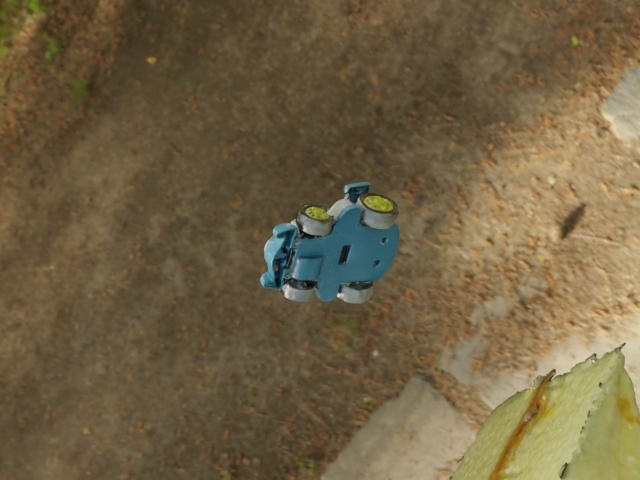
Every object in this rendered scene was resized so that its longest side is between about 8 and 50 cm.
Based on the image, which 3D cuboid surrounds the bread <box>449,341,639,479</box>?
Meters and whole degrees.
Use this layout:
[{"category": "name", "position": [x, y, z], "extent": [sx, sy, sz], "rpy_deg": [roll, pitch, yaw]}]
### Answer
[{"category": "bread", "position": [0.101, 0.229, 0.752], "extent": [0.346, 0.242, 0.405], "rpy_deg": [113, 160, -54]}]

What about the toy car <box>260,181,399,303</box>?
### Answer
[{"category": "toy car", "position": [0.000, 0.000, 1.165], "extent": [0.098, 0.161, 0.126], "rpy_deg": [51, 136, 47]}]
